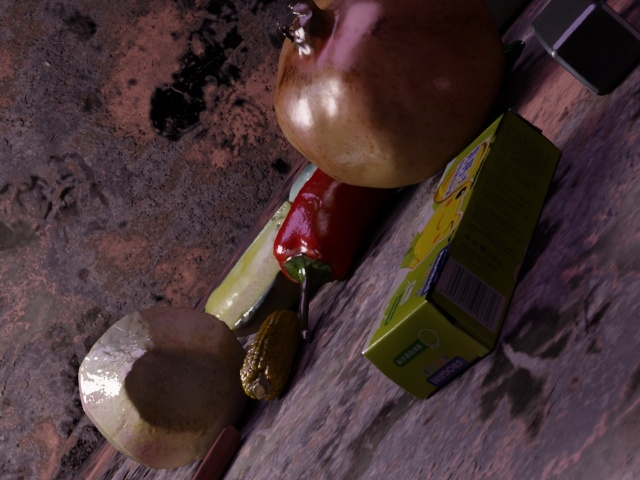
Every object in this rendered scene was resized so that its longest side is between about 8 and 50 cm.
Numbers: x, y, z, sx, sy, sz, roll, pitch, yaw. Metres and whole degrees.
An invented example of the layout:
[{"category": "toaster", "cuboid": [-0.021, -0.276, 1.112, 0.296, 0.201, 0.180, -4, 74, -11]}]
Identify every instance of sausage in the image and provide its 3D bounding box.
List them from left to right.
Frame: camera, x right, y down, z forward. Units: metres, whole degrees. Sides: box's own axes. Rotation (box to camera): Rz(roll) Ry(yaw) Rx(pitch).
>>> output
[{"category": "sausage", "cuboid": [-0.148, 0.309, 1.577, 0.030, 0.035, 0.147, -4, 37, 35]}]

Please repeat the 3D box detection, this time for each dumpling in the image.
[{"category": "dumpling", "cuboid": [0.023, -0.119, 2.221, 0.149, 0.105, 0.216, -56, 9, -27]}]

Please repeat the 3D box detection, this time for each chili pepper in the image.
[{"category": "chili pepper", "cuboid": [-0.003, 0.000, 1.781, 0.338, 0.131, 0.134, -58, 0, -25]}, {"category": "chili pepper", "cuboid": [0.233, -0.238, 1.762, 0.227, 0.059, 0.088, -40, 10, 48]}]

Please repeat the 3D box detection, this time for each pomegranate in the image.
[{"category": "pomegranate", "cuboid": [0.078, -0.237, 1.636, 0.338, 0.338, 0.338, -50, 8, 10]}]

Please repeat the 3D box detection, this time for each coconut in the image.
[{"category": "coconut", "cuboid": [-0.234, 0.219, 1.758, 0.259, 0.259, 0.259, -50, 8, 10]}]

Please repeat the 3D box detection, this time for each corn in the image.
[{"category": "corn", "cuboid": [-0.069, 0.161, 1.663, 0.068, 0.068, 0.207, -48, 10, 24]}]

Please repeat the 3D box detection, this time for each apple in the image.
[{"category": "apple", "cuboid": [-0.085, 0.075, 1.962, 0.265, 0.120, 0.193, -52, 20, 17]}]

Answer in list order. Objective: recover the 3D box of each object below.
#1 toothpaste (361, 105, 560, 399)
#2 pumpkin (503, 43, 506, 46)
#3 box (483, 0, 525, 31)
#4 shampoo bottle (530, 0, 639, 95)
[{"category": "toothpaste", "cuboid": [0.143, 0.005, 1.139, 0.110, 0.077, 0.327, -47, 9, 42]}, {"category": "pumpkin", "cuboid": [0.137, -0.326, 1.930, 0.258, 0.290, 0.095, -46, -18, 16]}, {"category": "box", "cuboid": [0.300, -0.499, 2.126, 0.344, 0.177, 0.352, -47, 9, 11]}, {"category": "shampoo bottle", "cuboid": [0.295, -0.233, 1.313, 0.079, 0.080, 0.246, -48, 9, 16]}]
